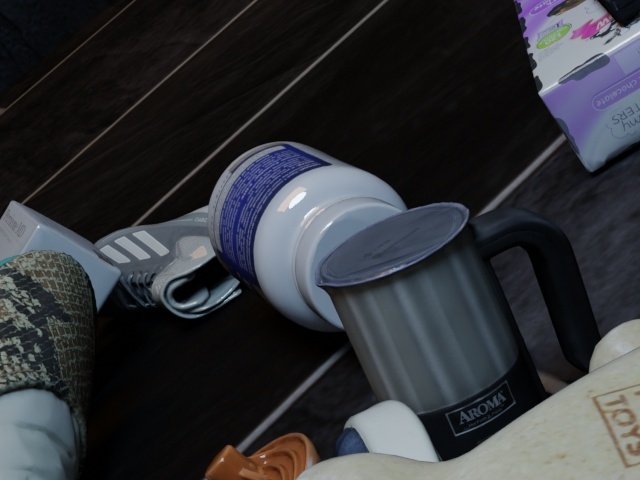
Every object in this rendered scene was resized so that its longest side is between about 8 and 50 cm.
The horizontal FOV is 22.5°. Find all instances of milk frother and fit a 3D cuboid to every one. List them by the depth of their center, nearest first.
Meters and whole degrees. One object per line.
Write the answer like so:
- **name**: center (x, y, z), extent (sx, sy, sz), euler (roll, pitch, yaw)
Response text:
- **milk frother**: center (0.061, 0.047, 0.844), extent (0.129, 0.135, 0.143), euler (-32, 19, -27)

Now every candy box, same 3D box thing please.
- **candy box**: center (0.224, -0.150, 1.084), extent (0.165, 0.070, 0.196), euler (-31, 22, 15)

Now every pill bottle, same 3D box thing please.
- **pill bottle**: center (0.000, 0.000, 1.075), extent (0.112, 0.112, 0.186), euler (-40, 21, -7)

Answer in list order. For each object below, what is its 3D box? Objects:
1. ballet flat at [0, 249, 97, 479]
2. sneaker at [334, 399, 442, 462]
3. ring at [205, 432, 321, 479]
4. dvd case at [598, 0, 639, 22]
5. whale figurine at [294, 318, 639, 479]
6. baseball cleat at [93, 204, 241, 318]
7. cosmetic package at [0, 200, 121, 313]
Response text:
- **ballet flat**: center (-0.274, 0.224, 1.038), extent (0.182, 0.164, 0.483), euler (27, 70, 43)
- **sneaker**: center (0.022, 0.188, 0.626), extent (0.148, 0.131, 0.350), euler (-31, 22, 4)
- **ring**: center (-0.114, 0.222, 0.760), extent (0.336, 0.032, 0.336), euler (-51, 6, 7)
- **dvd case**: center (0.248, -0.235, 1.099), extent (0.180, 0.022, 0.253), euler (-33, 21, 10)
- **whale figurine**: center (0.129, 0.111, 0.526), extent (0.272, 0.141, 0.216), euler (-10, 30, -4)
- **baseball cleat**: center (-0.132, 0.027, 1.283), extent (0.206, 0.072, 0.109), euler (-26, 23, 29)
- **cosmetic package**: center (-0.258, 0.091, 1.250), extent (0.231, 0.085, 0.117), euler (-59, 24, -2)
